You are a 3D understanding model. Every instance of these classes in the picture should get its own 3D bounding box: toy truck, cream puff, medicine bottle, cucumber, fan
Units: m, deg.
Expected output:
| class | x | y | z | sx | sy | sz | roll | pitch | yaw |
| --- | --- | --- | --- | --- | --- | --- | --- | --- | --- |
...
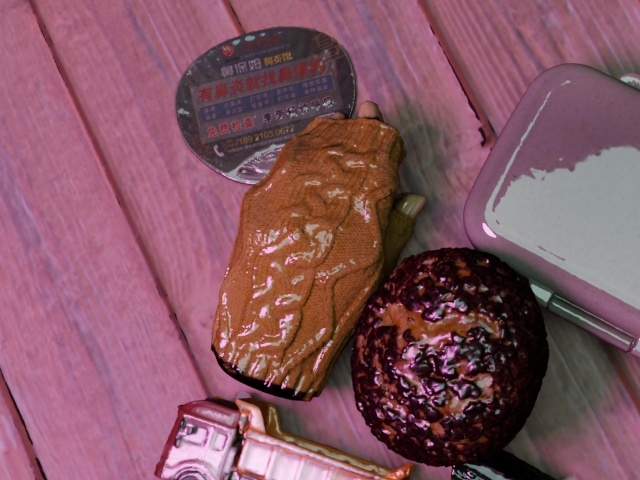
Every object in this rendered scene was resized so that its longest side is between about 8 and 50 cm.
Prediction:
| class | x | y | z | sx | sy | sz | roll | pitch | yaw |
| --- | --- | --- | --- | --- | --- | --- | --- | --- | --- |
| toy truck | -0.041 | 0.258 | 1.425 | 0.270 | 0.114 | 0.135 | 17 | 87 | 11 |
| cream puff | 0.127 | 0.120 | 1.354 | 0.165 | 0.239 | 0.239 | 21 | 82 | -27 |
| medicine bottle | 0.361 | -0.021 | 1.406 | 0.375 | 0.123 | 0.282 | 29 | 85 | 12 |
| cucumber | 0.250 | 0.297 | 1.394 | 0.241 | 0.074 | 0.074 | 27 | 85 | 12 |
| fan | -0.036 | -0.140 | 1.549 | 0.223 | 0.012 | 0.294 | -42 | 77 | -2 |

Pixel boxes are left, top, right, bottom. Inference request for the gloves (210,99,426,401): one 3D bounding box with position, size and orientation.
| class | x | y | z | sx | sy | sz | roll | pitch | yaw |
| --- | --- | --- | --- | --- | --- | --- | --- | --- | --- |
| gloves | 0.000 | 0.006 | 1.436 | 0.203 | 0.155 | 0.356 | 22 | 78 | -8 |
